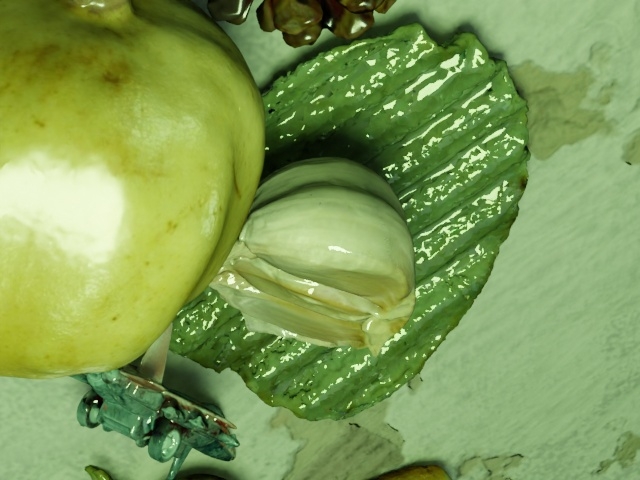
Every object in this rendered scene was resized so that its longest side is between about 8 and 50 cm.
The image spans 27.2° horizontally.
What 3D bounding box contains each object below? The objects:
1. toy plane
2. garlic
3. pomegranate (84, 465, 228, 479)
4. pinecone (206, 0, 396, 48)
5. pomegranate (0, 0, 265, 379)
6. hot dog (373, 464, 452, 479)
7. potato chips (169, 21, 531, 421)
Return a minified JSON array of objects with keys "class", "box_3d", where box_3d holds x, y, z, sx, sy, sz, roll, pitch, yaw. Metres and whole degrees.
[{"class":"toy plane","box_3d":[-0.150,0.172,1.287,0.104,0.223,0.326,-58,150,-21]},{"class":"garlic","box_3d":[0.000,0.000,1.135,0.178,0.142,0.229,19,160,-9]},{"class":"pomegranate","box_3d":[-0.157,0.302,1.393,0.220,0.156,0.156,37,110,-2]},{"class":"pinecone","box_3d":[-0.031,-0.257,0.956,0.246,0.246,0.292,-32,136,6]},{"class":"pomegranate","box_3d":[-0.205,-0.062,0.985,0.333,0.332,0.332,-9,127,-12]},{"class":"hot dog","box_3d":[0.018,0.329,1.493,0.286,0.088,0.061,-29,123,0]},{"class":"potato chips","box_3d":[0.026,-0.009,1.259,0.429,0.070,0.358,-39,125,11]}]
